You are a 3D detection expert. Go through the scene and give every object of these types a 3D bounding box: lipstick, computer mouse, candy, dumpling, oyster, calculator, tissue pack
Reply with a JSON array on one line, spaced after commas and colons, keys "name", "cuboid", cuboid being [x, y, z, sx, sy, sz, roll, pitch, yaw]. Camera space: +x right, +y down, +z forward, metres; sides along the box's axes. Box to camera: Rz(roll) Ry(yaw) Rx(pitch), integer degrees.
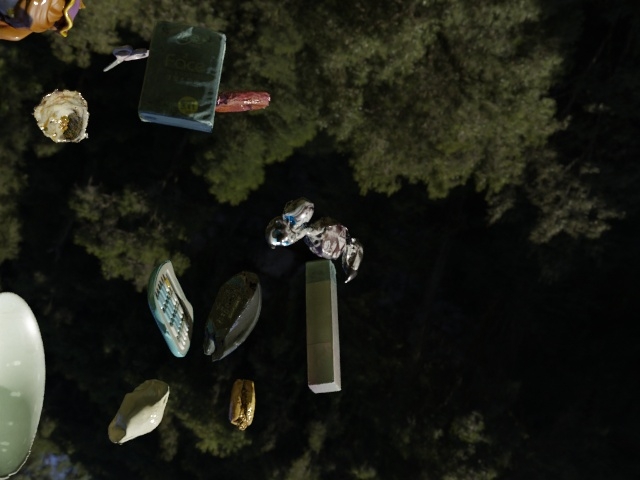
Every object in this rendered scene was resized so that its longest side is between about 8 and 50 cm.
[{"name": "lipstick", "cuboid": [0.005, 0.200, 1.503, 0.068, 0.317, 0.066, -9, 149, 11]}, {"name": "computer mouse", "cuboid": [-0.119, 0.108, 0.883, 0.047, 0.135, 0.079, 33, 170, -36]}, {"name": "candy", "cuboid": [0.000, 0.000, 0.926, 0.051, 0.094, 0.226, 18, 177, 37]}, {"name": "dumpling", "cuboid": [-0.579, 0.529, 1.993, 0.126, 0.215, 0.166, 19, -171, -42]}, {"name": "oyster", "cuboid": [-0.528, -0.254, 1.291, 0.056, 0.105, 0.177, 59, 167, 18]}, {"name": "calculator", "cuboid": [-0.470, 0.212, 1.966, 0.054, 0.256, 0.386, -22, -162, -3]}, {"name": "tissue pack", "cuboid": [-0.351, -0.417, 1.604, 0.185, 0.257, 0.081, 9, 167, -10]}]

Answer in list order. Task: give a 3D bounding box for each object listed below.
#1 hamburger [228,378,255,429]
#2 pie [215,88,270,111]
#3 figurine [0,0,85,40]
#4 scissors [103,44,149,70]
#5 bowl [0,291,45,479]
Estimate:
[{"name": "hamburger", "cuboid": [-0.255, 0.530, 2.037, 0.083, 0.138, 0.147, 3, -164, -5]}, {"name": "pie", "cuboid": [-0.233, -0.401, 1.787, 0.182, 0.049, 0.182, -5, -174, 1]}, {"name": "figurine", "cuboid": [-0.483, -0.368, 0.919, 0.263, 0.142, 0.189, -13, 163, -25]}, {"name": "scissors", "cuboid": [-0.536, -0.484, 1.676, 0.100, 0.015, 0.189, -7, 180, -44]}, {"name": "bowl", "cuboid": [-0.603, 0.247, 1.070, 0.146, 0.313, 0.313, -3, -173, -4]}]
